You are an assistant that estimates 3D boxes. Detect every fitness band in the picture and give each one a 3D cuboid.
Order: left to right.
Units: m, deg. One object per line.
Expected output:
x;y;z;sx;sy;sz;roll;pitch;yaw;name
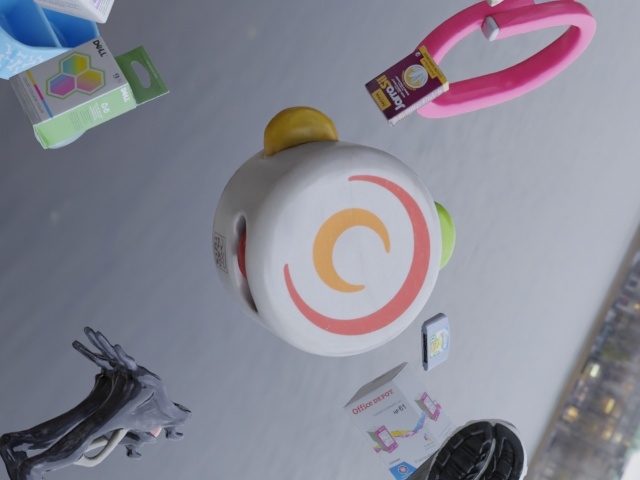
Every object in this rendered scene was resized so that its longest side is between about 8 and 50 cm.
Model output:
0.245;-0.252;1.467;0.291;0.054;0.209;-16;156;-27;fitness band

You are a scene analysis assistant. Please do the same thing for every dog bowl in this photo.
-0.503;-0.371;1.886;0.074;0.166;0.297;-32;172;27;dog bowl

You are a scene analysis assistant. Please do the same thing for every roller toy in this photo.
0.000;0.000;1.002;0.191;0.209;0.146;-53;-155;-7;roller toy

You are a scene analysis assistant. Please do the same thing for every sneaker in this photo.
0.112;0.287;1.113;0.271;0.100;0.108;-45;169;12;sneaker

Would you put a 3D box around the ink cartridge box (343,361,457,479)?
0.100;0.219;1.285;0.088;0.122;0.052;-37;179;36;ink cartridge box

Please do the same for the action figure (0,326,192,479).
-0.207;0.175;0.630;0.276;0.141;0.164;-52;-165;-17;action figure

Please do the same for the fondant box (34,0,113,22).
-0.293;-0.411;1.153;0.330;0.096;0.238;44;64;-74;fondant box

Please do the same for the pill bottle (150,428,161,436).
-0.319;0.284;1.781;0.086;0.086;0.152;-60;163;-15;pill bottle

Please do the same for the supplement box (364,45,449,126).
0.101;-0.180;1.257;0.083;0.055;0.043;-34;172;4;supplement box

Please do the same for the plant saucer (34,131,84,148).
-0.497;-0.267;2.173;0.195;0.037;0.195;-50;157;-30;plant saucer

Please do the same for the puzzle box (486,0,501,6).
0.260;-0.456;1.113;0.409;0.272;0.052;-34;164;-4;puzzle box

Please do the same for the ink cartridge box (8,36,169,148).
-0.347;-0.234;1.620;0.209;0.109;0.062;-26;151;-11;ink cartridge box

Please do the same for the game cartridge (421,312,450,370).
0.179;0.157;1.678;0.056;0.017;0.083;-28;124;-41;game cartridge
